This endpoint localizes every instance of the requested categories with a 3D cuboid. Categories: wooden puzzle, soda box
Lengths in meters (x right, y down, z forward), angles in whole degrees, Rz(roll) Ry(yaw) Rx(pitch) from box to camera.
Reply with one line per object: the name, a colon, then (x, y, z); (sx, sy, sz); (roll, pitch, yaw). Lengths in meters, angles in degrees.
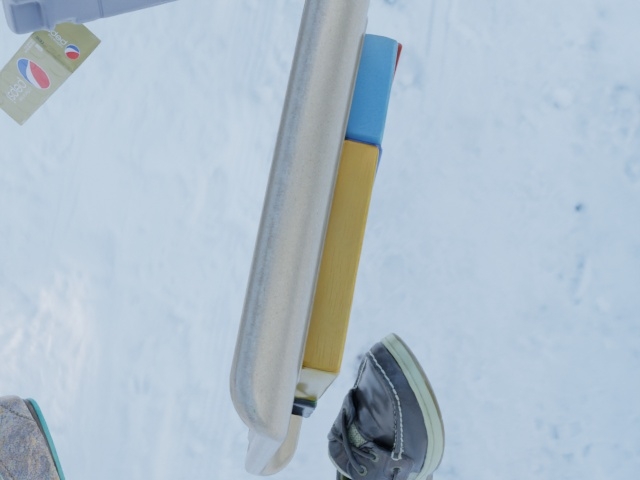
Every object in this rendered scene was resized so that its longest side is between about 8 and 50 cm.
wooden puzzle: (0.000, 0.000, 0.619); (0.044, 0.238, 0.221); (11, 75, 2)
soda box: (-0.319, -0.196, 1.439); (0.061, 0.181, 0.058); (43, 58, -14)

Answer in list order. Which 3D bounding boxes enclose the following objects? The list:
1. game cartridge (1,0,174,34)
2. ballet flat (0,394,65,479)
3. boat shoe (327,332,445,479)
game cartridge: (-0.100, -0.275, 0.905); (0.294, 0.060, 0.196); (-18, 125, -22)
ballet flat: (-0.274, 0.305, 1.228); (0.106, 0.107, 0.316); (-20, 72, -33)
boat shoe: (0.042, 0.153, 0.943); (0.073, 0.223, 0.080); (-23, 57, -14)
